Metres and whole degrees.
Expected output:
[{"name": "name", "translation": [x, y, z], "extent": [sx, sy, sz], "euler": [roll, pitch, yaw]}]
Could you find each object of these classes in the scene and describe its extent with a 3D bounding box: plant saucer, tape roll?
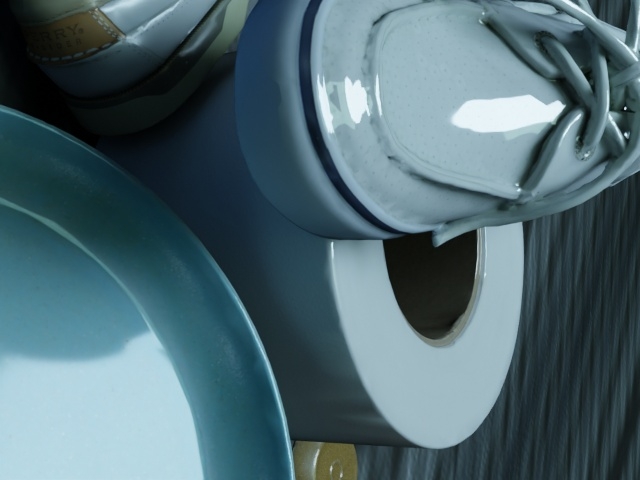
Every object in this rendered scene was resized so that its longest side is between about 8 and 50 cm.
[{"name": "plant saucer", "translation": [0.006, 0.171, 0.744], "extent": [0.083, 0.015, 0.083], "euler": [9, 80, -57]}, {"name": "tape roll", "translation": [0.000, 0.000, 0.612], "extent": [0.246, 0.169, 0.246], "euler": [11, 77, -57]}, {"name": "plant saucer", "translation": [-0.144, 0.095, 0.379], "extent": [0.318, 0.044, 0.317], "euler": [18, 60, -35]}]

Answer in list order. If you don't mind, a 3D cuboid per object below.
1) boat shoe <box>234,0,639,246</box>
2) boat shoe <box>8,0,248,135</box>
[{"name": "boat shoe", "translation": [0.117, -0.069, 0.500], "extent": [0.367, 0.156, 0.135], "euler": [-3, 89, -57]}, {"name": "boat shoe", "translation": [-0.070, -0.202, 0.577], "extent": [0.103, 0.113, 0.302], "euler": [60, 42, -43]}]
